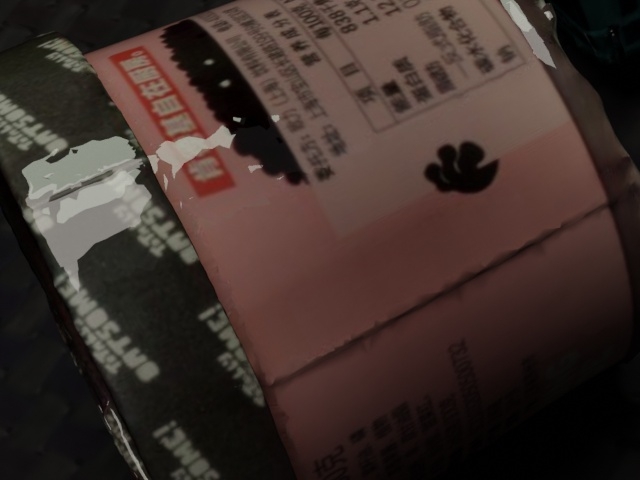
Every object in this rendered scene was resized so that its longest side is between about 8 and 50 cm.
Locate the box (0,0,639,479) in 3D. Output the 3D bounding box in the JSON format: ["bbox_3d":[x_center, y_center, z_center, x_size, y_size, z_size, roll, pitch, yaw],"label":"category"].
[{"bbox_3d":[0.000,0.000,0.421,0.135,0.151,0.151,-28,46,-9],"label":"box"}]

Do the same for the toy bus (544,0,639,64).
[{"bbox_3d":[0.122,-0.121,0.498,0.160,0.092,0.079,-26,45,-5],"label":"toy bus"}]
